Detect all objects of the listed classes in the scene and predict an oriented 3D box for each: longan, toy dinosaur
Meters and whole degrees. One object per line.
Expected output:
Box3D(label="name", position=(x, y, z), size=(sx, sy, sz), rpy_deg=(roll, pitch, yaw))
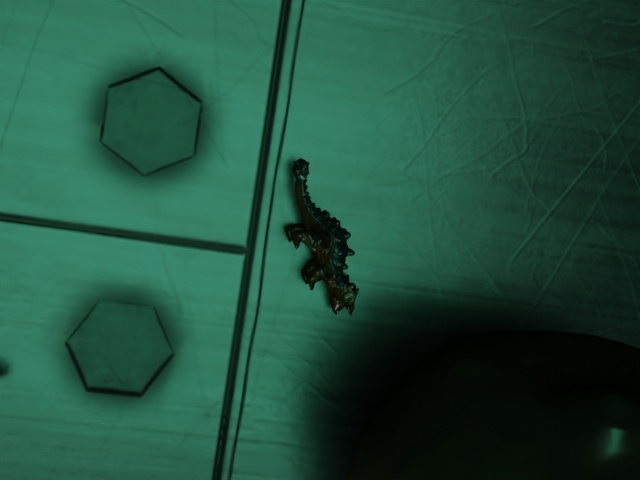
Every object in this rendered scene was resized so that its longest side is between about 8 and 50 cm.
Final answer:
Box3D(label="longan", position=(0.198, 0.229, 0.770), size=(0.360, 0.361, 0.361), rpy_deg=(-1, 96, -10))
Box3D(label="toy dinosaur", position=(0.000, 0.000, 0.859), size=(0.055, 0.049, 0.154), rpy_deg=(-18, 104, -5))
